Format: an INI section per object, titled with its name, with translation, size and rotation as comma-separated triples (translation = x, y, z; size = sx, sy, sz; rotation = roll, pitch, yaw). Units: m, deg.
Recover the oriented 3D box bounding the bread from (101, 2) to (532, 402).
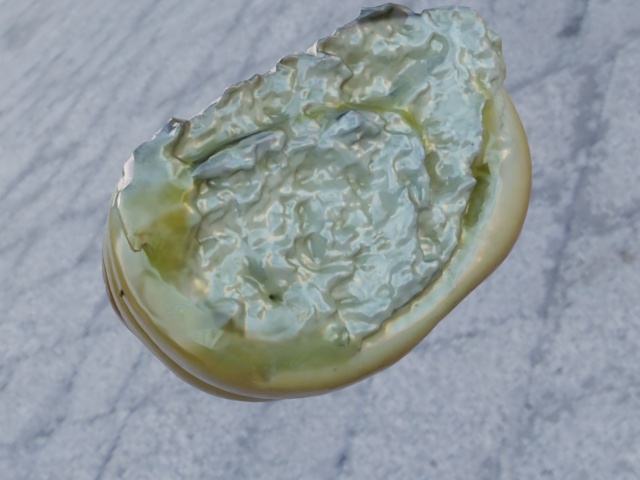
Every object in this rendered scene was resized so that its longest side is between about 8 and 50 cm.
[bread]
translation = 0.000, 0.000, 0.871
size = 0.315, 0.211, 0.270
rotation = -29, -9, -19
